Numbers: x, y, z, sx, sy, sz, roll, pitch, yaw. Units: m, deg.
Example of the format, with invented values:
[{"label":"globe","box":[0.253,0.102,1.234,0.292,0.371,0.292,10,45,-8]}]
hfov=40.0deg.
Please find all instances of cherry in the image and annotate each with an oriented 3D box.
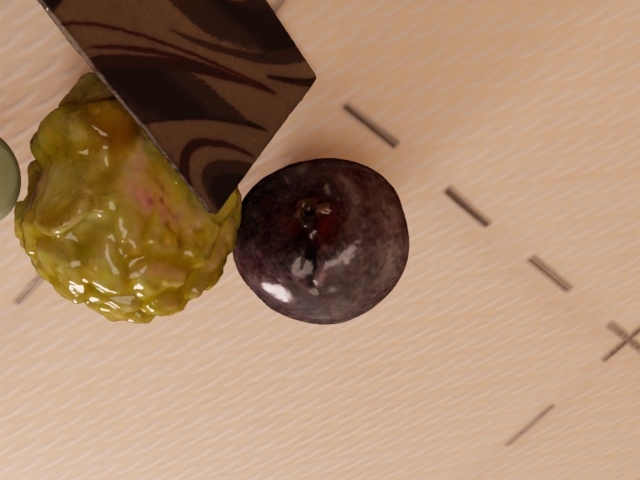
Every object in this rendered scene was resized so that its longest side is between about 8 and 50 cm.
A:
[{"label":"cherry","box":[0.002,0.007,0.964,0.195,0.195,0.195,-5,122,-9]}]

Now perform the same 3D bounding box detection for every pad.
[{"label":"pad","box":[-0.135,-0.211,0.798,0.004,0.220,0.330,-5,132,43]}]

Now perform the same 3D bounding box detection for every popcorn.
[{"label":"popcorn","box":[-0.194,-0.046,0.869,0.212,0.259,0.259,-18,132,43]}]

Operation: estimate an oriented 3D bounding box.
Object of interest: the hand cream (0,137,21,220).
[{"label":"hand cream","box":[-0.419,-0.045,0.848,0.305,0.093,0.147,-7,127,31]}]
